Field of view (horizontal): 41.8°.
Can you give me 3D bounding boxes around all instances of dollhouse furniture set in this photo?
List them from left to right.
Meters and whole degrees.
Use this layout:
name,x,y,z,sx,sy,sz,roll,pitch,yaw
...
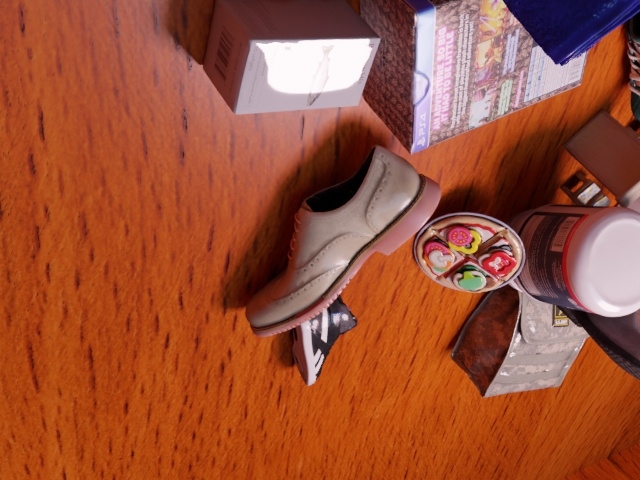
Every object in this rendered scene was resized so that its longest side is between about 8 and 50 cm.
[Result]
name,x,y,z,sx,sy,sz,roll,pitch,yaw
dollhouse furniture set,0.585,-0.119,1.586,0.212,0.161,0.242,-45,143,14

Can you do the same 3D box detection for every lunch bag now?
name,x,y,z,sx,sy,sz,roll,pitch,yaw
lunch bag,0.463,0.188,1.845,0.235,0.169,0.287,0,125,-33

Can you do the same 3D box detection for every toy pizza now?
name,x,y,z,sx,sy,sz,roll,pitch,yaw
toy pizza,0.270,0.030,1.528,0.201,0.032,0.201,8,135,9

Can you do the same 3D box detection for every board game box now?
name,x,y,z,sx,sy,sz,roll,pitch,yaw
board game box,0.212,-0.288,1.125,0.291,0.141,0.232,-23,142,-15

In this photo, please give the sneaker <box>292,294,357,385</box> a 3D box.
name,x,y,z,sx,sy,sz,roll,pitch,yaw
sneaker,0.014,0.185,1.562,0.121,0.079,0.216,-20,140,-16

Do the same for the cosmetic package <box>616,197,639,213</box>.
name,x,y,z,sx,sy,sz,roll,pitch,yaw
cosmetic package,0.795,-0.102,1.787,0.225,0.138,0.224,4,130,-38

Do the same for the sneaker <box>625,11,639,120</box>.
name,x,y,z,sx,sy,sz,roll,pitch,yaw
sneaker,0.552,-0.321,1.388,0.121,0.108,0.302,-17,133,-20

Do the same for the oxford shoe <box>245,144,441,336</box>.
name,x,y,z,sx,sy,sz,roll,pitch,yaw
oxford shoe,0.000,0.000,1.337,0.146,0.140,0.397,40,111,-21

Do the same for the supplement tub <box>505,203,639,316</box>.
name,x,y,z,sx,sy,sz,roll,pitch,yaw
supplement tub,0.466,0.030,1.537,0.191,0.272,0.191,-1,94,-20

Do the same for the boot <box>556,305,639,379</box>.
name,x,y,z,sx,sy,sz,roll,pitch,yaw
boot,0.592,0.106,1.597,0.223,0.338,0.118,-43,130,6

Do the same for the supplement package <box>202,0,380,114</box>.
name,x,y,z,sx,sy,sz,roll,pitch,yaw
supplement package,-0.037,-0.230,1.031,0.179,0.105,0.105,-10,137,-30

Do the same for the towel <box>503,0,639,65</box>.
name,x,y,z,sx,sy,sz,roll,pitch,yaw
towel,0.265,-0.379,0.957,0.228,0.308,0.076,-38,176,3
